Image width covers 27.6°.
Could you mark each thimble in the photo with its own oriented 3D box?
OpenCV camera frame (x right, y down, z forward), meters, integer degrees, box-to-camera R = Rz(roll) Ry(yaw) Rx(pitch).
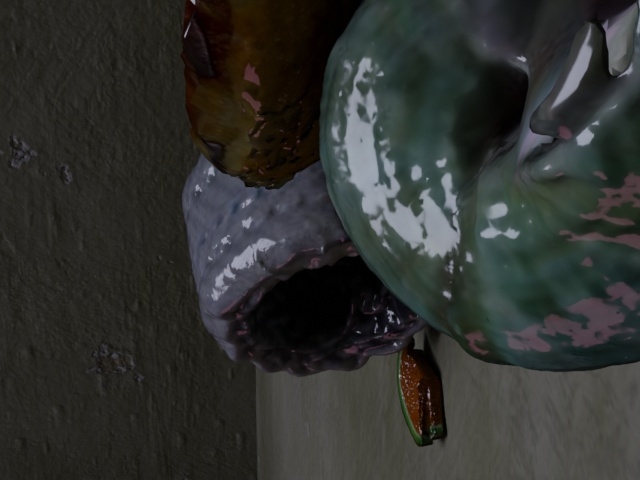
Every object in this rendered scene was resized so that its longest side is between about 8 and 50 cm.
[{"bbox_3d":[0.000,0.000,1.097,0.245,0.217,0.157,122,142,-49],"label":"thimble"}]

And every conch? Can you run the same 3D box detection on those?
[{"bbox_3d":[0.096,-0.056,0.518,0.277,0.195,0.220,-62,-21,-74],"label":"conch"}]

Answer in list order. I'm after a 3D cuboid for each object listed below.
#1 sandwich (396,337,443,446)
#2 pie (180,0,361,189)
[{"bbox_3d":[0.091,0.137,1.163,0.101,0.026,0.069,-113,25,-58],"label":"sandwich"},{"bbox_3d":[0.041,-0.153,0.624,0.085,0.308,0.308,43,151,25],"label":"pie"}]
